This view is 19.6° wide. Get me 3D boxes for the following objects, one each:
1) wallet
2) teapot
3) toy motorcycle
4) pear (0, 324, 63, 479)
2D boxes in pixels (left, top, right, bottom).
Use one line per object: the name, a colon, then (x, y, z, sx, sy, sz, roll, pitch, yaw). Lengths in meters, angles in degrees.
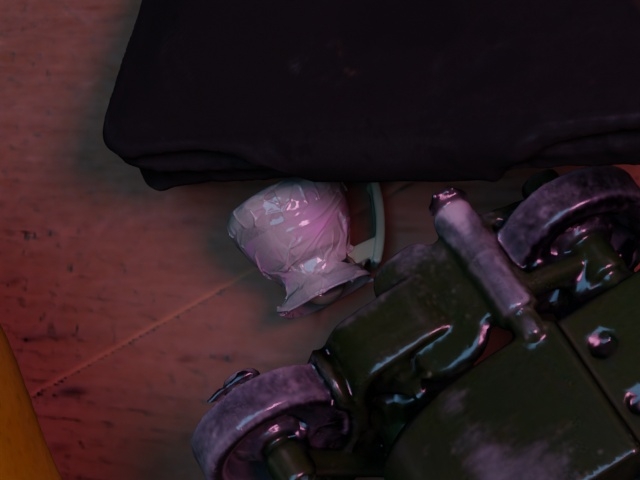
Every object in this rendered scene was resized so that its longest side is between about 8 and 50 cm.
wallet: (0.058, -0.117, 0.875, 0.377, 0.051, 0.197, -2, 64, 36)
teapot: (0.000, 0.000, 0.940, 0.083, 0.064, 0.064, -23, 79, -16)
toy motorcycle: (0.094, 0.082, 0.840, 0.275, 0.127, 0.205, -34, 60, 4)
pear: (-0.306, 0.127, 0.880, 0.418, 0.362, 0.362, 38, 97, -3)
